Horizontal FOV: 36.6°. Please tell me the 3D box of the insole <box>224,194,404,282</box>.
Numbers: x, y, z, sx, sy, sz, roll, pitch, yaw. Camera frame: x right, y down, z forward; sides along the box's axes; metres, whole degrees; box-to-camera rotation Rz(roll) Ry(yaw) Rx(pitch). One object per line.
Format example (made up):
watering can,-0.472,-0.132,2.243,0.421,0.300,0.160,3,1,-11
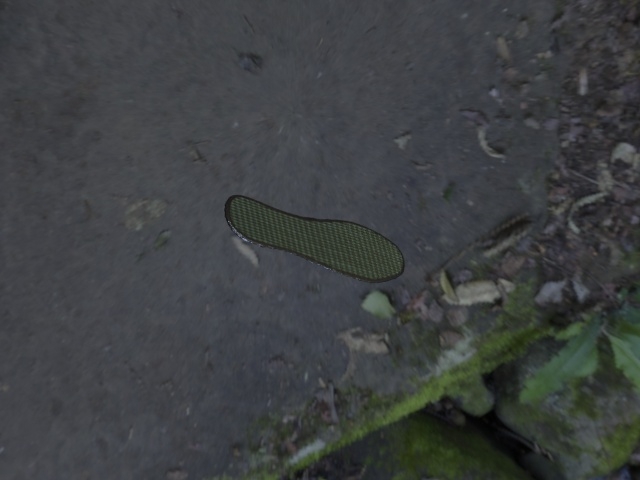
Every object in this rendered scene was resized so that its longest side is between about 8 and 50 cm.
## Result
insole,0.000,0.000,1.130,0.253,0.086,0.005,15,139,-31
